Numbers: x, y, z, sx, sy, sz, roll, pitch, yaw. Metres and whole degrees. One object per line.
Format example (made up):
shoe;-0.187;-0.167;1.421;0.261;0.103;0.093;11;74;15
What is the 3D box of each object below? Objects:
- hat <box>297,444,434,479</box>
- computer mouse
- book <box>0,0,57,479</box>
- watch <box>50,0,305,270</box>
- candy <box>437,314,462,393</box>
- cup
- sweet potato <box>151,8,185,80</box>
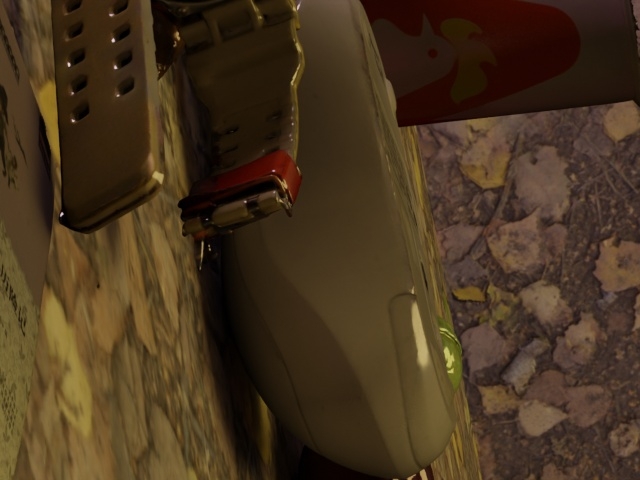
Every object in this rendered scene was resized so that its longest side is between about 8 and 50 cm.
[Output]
hat;0.032;0.172;1.255;0.205;0.089;0.205;-11;90;-88
computer mouse;0.000;0.000;1.137;0.184;0.121;0.296;52;24;-69
book;-0.116;-0.019;0.647;0.181;0.014;0.127;-92;170;-51
watch;-0.060;-0.076;0.841;0.165;0.102;0.268;53;24;-46
candy;0.072;0.050;1.908;0.093;0.092;0.335;55;11;-34
cup;0.106;-0.173;1.568;0.203;0.288;0.203;-11;90;-83
sweet potato;-0.075;-0.154;1.032;0.068;0.068;0.226;72;21;-47
